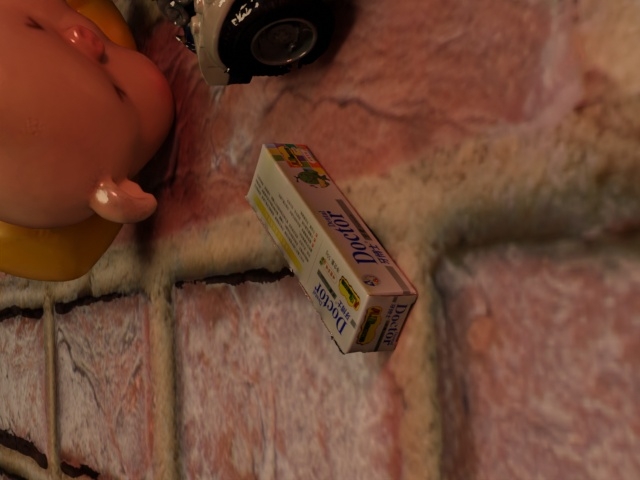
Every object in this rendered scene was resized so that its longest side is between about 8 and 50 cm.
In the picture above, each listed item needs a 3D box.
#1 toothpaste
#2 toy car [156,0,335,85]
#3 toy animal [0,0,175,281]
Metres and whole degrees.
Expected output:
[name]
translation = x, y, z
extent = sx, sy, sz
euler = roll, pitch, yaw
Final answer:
[toothpaste]
translation = 0.000, 0.000, 0.595
extent = 0.164, 0.034, 0.046
euler = 55, 136, 45
[toy car]
translation = -0.044, -0.222, 0.567
extent = 0.301, 0.118, 0.193
euler = 117, 143, -55
[toy animal]
translation = -0.272, -0.145, 0.818
extent = 0.278, 0.345, 0.247
euler = -61, 13, -15
